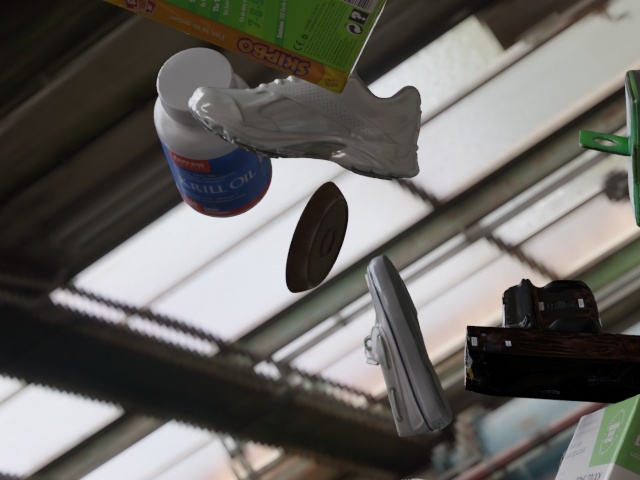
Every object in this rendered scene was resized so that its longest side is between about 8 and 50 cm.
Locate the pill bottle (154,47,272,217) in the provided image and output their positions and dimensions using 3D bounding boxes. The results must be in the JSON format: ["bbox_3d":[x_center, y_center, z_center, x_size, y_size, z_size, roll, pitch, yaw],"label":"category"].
[{"bbox_3d":[-0.132,-0.131,2.095,0.221,0.124,0.124,74,173,-59],"label":"pill bottle"}]

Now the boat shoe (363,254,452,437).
[{"bbox_3d":[0.087,0.132,2.138,0.083,0.075,0.226,22,-134,-70],"label":"boat shoe"}]

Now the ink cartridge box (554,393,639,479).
[{"bbox_3d":[0.243,0.329,1.563,0.119,0.353,0.207,25,166,-1],"label":"ink cartridge box"}]

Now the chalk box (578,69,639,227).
[{"bbox_3d":[0.357,-0.091,1.678,0.132,0.213,0.132,-66,-28,-70],"label":"chalk box"}]

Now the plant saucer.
[{"bbox_3d":[0.000,0.000,2.464,0.029,0.168,0.168,21,-174,18],"label":"plant saucer"}]

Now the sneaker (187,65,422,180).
[{"bbox_3d":[-0.010,-0.131,1.679,0.090,0.232,0.115,78,-156,-88],"label":"sneaker"}]

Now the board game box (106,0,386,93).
[{"bbox_3d":[-0.080,-0.223,1.525,0.259,0.039,0.124,24,-131,1],"label":"board game box"}]

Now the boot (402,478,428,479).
[{"bbox_3d":[0.055,0.349,2.244,0.123,0.258,0.095,-173,83,-78],"label":"boot"}]

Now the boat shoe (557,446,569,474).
[{"bbox_3d":[0.309,0.339,2.049,0.072,0.068,0.190,34,-113,-42],"label":"boat shoe"}]

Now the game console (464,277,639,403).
[{"bbox_3d":[0.259,0.099,1.828,0.361,0.213,0.044,-69,-18,-76],"label":"game console"}]
